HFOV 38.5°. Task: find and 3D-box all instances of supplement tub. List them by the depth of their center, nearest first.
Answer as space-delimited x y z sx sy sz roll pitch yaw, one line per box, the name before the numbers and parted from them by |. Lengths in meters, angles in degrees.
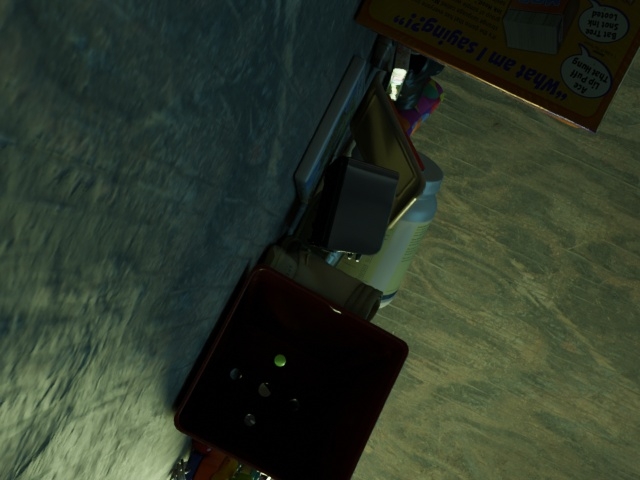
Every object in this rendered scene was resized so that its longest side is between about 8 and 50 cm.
supplement tub | 0.111 -0.039 1.987 0.325 0.235 0.235 -66 175 25

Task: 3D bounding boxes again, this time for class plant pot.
plant pot | -0.064 0.227 1.424 0.267 0.267 0.236 -63 -172 -16

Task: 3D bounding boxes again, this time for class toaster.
toaster | 0.054 -0.061 1.583 0.168 0.110 0.186 -173 -83 -81

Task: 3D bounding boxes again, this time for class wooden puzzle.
wooden puzzle | 0.124 -0.160 1.659 0.221 0.044 0.239 124 -51 -72

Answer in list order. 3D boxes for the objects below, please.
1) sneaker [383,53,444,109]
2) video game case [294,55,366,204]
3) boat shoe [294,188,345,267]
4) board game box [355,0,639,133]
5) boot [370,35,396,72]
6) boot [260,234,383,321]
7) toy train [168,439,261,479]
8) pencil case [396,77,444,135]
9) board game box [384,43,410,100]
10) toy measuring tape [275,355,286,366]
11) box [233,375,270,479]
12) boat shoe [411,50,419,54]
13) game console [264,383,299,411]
sneaker | 0.235 -0.431 2.123 0.130 0.109 0.286 99 14 -55
video game case | 0.017 -0.170 1.468 0.212 0.023 0.193 -64 176 -7
boat shoe | 0.000 0.000 1.783 0.302 0.113 0.103 -50 171 -28
board game box | 0.302 -0.399 1.333 0.356 0.356 0.356 -65 176 13
boot | 0.121 -0.344 1.616 0.118 0.042 0.087 -48 161 -77
boot | 0.005 0.075 1.553 0.095 0.203 0.262 -64 176 4
toy train | -0.193 0.442 1.720 0.248 0.143 0.105 -50 165 -75
pencil case | 0.194 -0.297 2.166 0.236 0.104 0.104 -49 169 -30
board game box | 0.149 -0.354 1.715 0.103 0.026 0.154 107 -7 -65
toy measuring tape | -0.092 0.196 1.795 0.121 0.121 0.330 -63 -175 -16
box | -0.146 0.411 1.975 0.142 0.163 0.247 -64 177 27
boat shoe | 0.257 -0.514 2.001 0.228 0.081 0.068 -62 180 1
game console | -0.059 0.237 2.064 0.044 0.213 0.361 -32 -150 24
